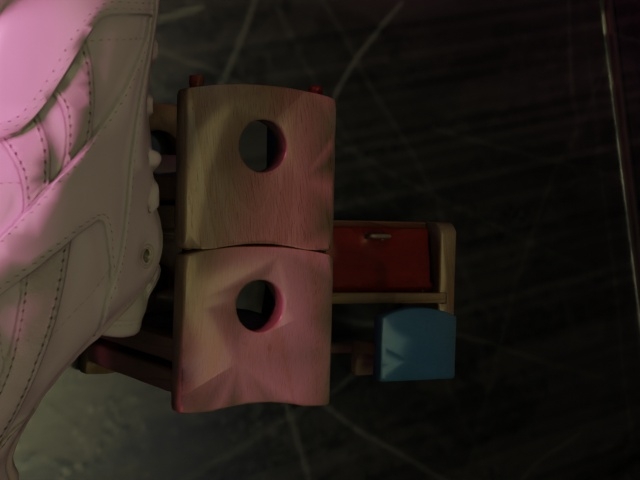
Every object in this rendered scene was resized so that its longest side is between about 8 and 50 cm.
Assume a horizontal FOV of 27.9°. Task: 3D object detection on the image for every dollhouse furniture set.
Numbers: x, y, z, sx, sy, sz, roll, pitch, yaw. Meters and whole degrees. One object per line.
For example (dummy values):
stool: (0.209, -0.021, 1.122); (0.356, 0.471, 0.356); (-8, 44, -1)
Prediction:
dollhouse furniture set: (0.000, 0.000, 0.583); (0.184, 0.129, 0.128); (1, 92, -28)

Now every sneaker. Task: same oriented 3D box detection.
sneaker: (-0.113, -0.048, 0.476); (0.152, 0.114, 0.305); (33, 76, -48)
